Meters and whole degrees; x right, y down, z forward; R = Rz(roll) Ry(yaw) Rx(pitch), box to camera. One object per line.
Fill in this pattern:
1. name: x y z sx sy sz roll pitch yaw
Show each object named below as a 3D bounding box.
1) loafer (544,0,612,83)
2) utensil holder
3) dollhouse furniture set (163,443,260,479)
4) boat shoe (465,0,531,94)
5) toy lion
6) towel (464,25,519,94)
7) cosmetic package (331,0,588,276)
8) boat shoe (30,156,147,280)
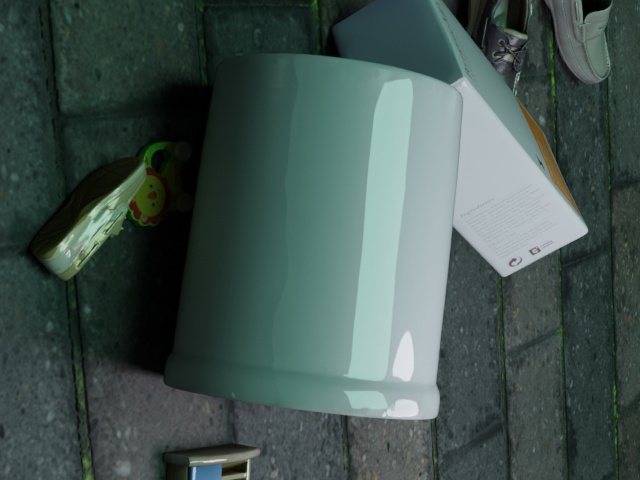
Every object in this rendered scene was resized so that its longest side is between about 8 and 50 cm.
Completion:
1. loafer: 0.499 -0.428 2.301 0.319 0.111 0.112 58 48 -38
2. utensil holder: 0.000 0.000 1.455 0.327 0.327 0.386 13 83 -53
3. dollhouse furniture set: -0.010 0.371 1.493 0.286 0.303 0.198 4 89 -54
4. boat shoe: 0.296 -0.329 1.997 0.102 0.092 0.285 12 80 -34
5. toy lion: -0.198 -0.067 1.445 0.096 0.034 0.100 -5 96 -46
6. towel: 0.280 -0.250 2.057 0.144 0.029 0.197 15 79 -38
7. cosmetic package: 0.215 -0.158 1.816 0.453 0.161 0.230 39 27 -47
8. boat shoe: -0.250 -0.024 1.353 0.170 0.063 0.059 -49 132 -28
